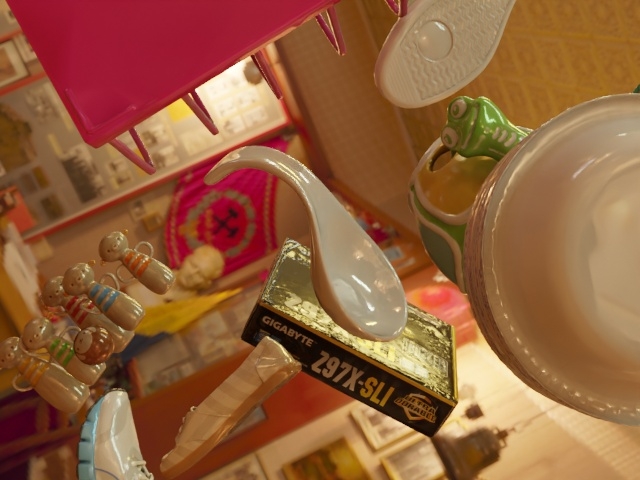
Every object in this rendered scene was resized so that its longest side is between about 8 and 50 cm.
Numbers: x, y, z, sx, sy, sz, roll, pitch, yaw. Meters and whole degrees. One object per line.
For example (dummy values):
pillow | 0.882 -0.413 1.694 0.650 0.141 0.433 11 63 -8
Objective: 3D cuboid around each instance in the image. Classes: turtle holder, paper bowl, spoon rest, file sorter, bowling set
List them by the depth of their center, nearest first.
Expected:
file sorter | -0.091 -0.218 0.773 0.202 0.290 0.182 59 1 10
paper bowl | 0.273 0.015 0.779 0.148 0.284 0.284 108 -43 -87
spoon rest | 0.000 0.000 0.994 0.276 0.084 0.137 44 35 -9
turtle holder | 0.227 -0.041 1.208 0.227 0.243 0.320 33 12 26
bowling set | -0.341 0.103 1.292 0.154 0.287 0.200 36 -12 -2

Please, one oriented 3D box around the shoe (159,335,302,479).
shoe | -0.119 0.204 1.103 0.058 0.219 0.076 48 6 6

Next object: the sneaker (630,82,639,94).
sneaker | 0.559 -0.226 1.383 0.124 0.295 0.178 54 4 -5

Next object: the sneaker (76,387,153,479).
sneaker | -0.130 0.203 0.668 0.071 0.082 0.191 51 31 -77

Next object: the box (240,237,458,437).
box | 0.054 0.140 1.398 0.322 0.079 0.257 28 23 -3

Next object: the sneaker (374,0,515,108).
sneaker | 0.116 -0.229 0.929 0.094 0.256 0.151 45 -18 -23
